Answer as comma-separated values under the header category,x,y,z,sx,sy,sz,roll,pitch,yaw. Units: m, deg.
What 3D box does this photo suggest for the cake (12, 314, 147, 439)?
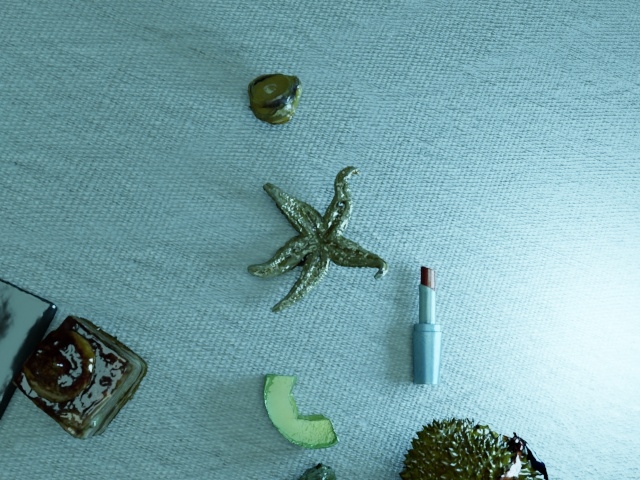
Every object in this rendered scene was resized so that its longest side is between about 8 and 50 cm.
category,x,y,z,sx,sy,sz,roll,pitch,yaw
cake,-0.478,0.271,1.715,0.199,0.293,0.196,39,77,0

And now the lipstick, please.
category,x,y,z,sx,sy,sz,roll,pitch,yaw
lipstick,0.250,0.197,1.986,0.068,0.061,0.274,3,82,-9

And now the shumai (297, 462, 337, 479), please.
category,x,y,z,sx,sy,sz,roll,pitch,yaw
shumai,-0.042,0.577,1.863,0.142,0.184,0.184,1,81,19

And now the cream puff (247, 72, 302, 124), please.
category,x,y,z,sx,sy,sz,roll,pitch,yaw
cream puff,-0.102,-0.329,1.967,0.119,0.104,0.133,31,63,33

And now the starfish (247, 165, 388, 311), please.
category,x,y,z,sx,sy,sz,roll,pitch,yaw
starfish,0.002,0.002,1.946,0.327,0.094,0.375,17,86,2

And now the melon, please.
category,x,y,z,sx,sy,sz,roll,pitch,yaw
melon,-0.056,0.382,1.901,0.118,0.064,0.209,-27,86,-13

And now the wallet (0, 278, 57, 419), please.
category,x,y,z,sx,sy,sz,roll,pitch,yaw
wallet,-0.744,0.272,1.780,0.228,0.062,0.406,26,79,-7

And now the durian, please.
category,x,y,z,sx,sy,sz,roll,pitch,yaw
durian,0.338,0.556,1.829,0.384,0.347,0.347,44,76,9
